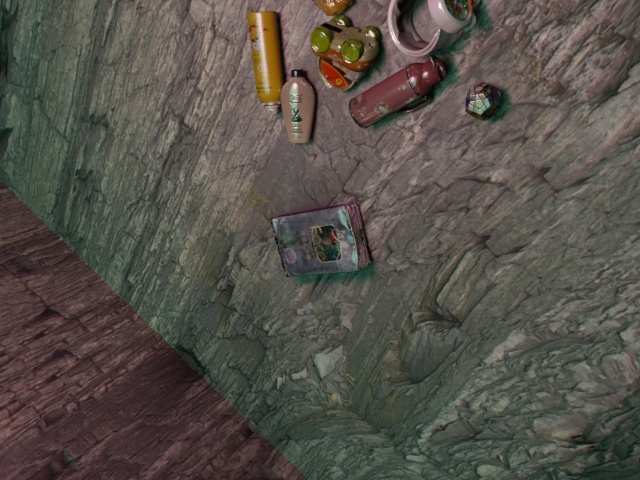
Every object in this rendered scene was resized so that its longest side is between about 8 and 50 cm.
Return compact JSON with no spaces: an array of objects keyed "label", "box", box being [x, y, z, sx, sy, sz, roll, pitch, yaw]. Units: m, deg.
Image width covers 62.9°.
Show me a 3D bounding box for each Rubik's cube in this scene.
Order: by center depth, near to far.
[{"label":"Rubik's cube","box":[0.480,-0.410,1.547,0.111,0.111,0.093,-2,133,33]}]

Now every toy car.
[{"label":"toy car","box":[0.076,-0.594,1.717,0.235,0.145,0.235,25,142,22]}]

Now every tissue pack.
[{"label":"tissue pack","box":[0.000,0.000,2.014,0.361,0.122,0.259,-6,103,36]}]

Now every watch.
[{"label":"watch","box":[0.317,-0.674,1.514,0.231,0.196,0.244,-14,102,58]}]

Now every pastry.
[{"label":"pastry","box":[0.040,-0.799,1.668,0.153,0.081,0.153,6,106,23]}]

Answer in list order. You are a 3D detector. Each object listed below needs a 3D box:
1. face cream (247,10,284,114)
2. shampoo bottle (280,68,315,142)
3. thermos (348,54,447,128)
[{"label":"face cream","box":[-0.189,-0.627,1.871,0.105,0.105,0.348,7,114,30]},{"label":"shampoo bottle","box":[-0.079,-0.483,1.877,0.127,0.078,0.256,3,113,11]},{"label":"thermos","box":[0.255,-0.460,1.650,0.330,0.109,0.136,-21,105,39]}]
